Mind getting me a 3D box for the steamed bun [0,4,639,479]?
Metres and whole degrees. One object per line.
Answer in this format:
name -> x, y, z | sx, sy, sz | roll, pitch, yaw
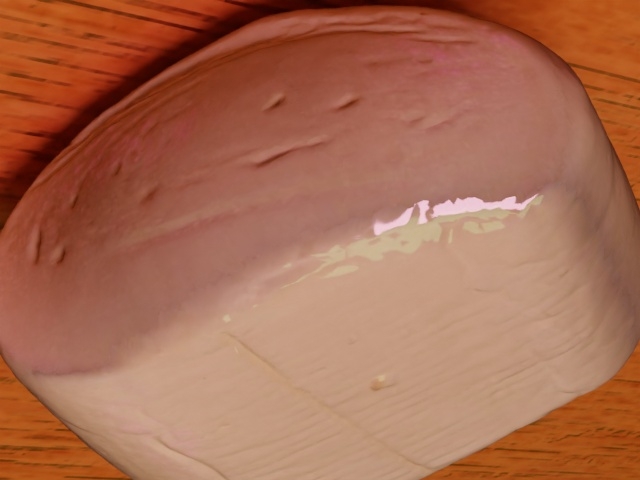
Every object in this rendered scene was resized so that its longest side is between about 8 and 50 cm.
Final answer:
steamed bun -> 0.000, 0.000, 0.807 | 0.250, 0.154, 0.200 | -25, 144, 12
